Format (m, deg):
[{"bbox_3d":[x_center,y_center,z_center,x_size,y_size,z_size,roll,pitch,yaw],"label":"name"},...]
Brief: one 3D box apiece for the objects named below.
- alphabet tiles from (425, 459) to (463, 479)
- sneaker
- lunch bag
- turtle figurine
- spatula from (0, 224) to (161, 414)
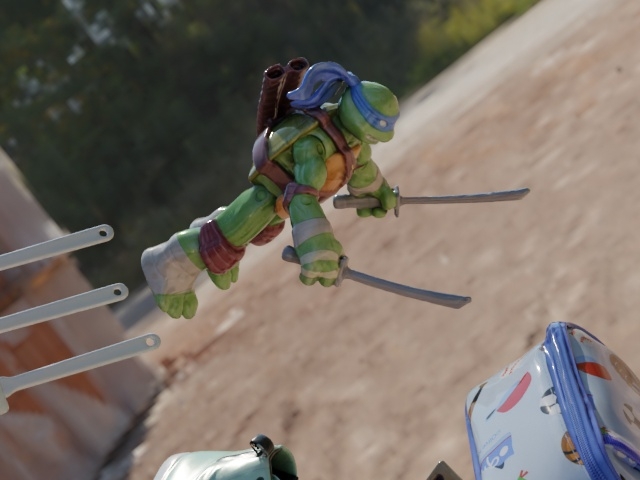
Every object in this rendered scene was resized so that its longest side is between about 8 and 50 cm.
[{"bbox_3d":[0.205,0.411,1.873,0.011,0.342,0.285,-14,-37,-53],"label":"alphabet tiles"},{"bbox_3d":[-0.104,0.272,1.580,0.151,0.094,0.256,-15,29,28],"label":"sneaker"},{"bbox_3d":[0.227,0.211,1.148,0.115,0.303,0.243,-41,21,14],"label":"lunch bag"},{"bbox_3d":[0.000,0.000,1.509,0.266,0.274,0.198,-30,36,32],"label":"turtle figurine"},{"bbox_3d":[-0.283,0.070,1.628,0.242,0.168,0.019,-18,-18,-21],"label":"spatula"}]
